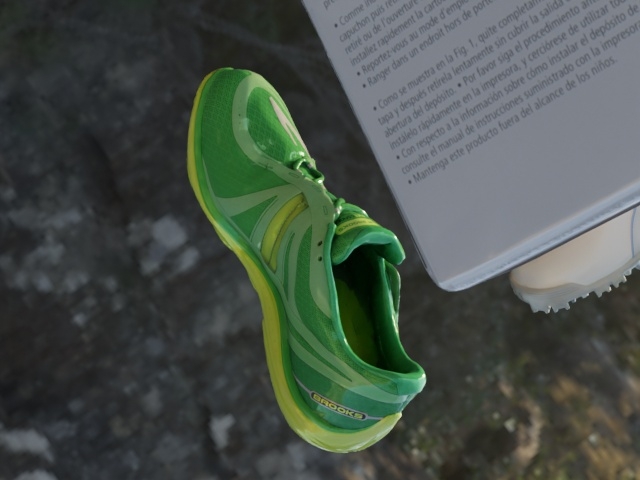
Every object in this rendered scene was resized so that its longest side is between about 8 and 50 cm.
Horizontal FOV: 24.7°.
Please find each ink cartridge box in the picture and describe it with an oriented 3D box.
[{"bbox_3d":[0.098,-0.155,0.466,0.066,0.261,0.296,-20,172,-46],"label":"ink cartridge box"}]

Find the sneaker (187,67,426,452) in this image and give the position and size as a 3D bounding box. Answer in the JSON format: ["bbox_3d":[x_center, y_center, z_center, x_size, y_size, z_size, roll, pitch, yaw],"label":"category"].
[{"bbox_3d":[0.000,0.000,1.047,0.123,0.295,0.109,-35,161,37],"label":"sneaker"}]

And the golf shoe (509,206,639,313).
[{"bbox_3d":[0.144,-0.047,0.695,0.176,0.086,0.069,-46,-150,-4],"label":"golf shoe"}]
